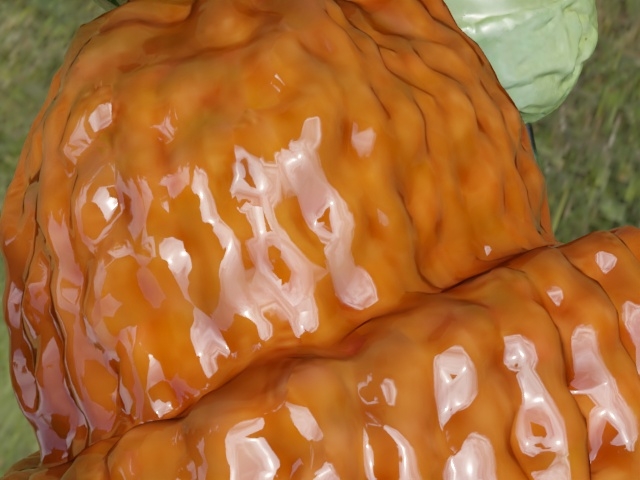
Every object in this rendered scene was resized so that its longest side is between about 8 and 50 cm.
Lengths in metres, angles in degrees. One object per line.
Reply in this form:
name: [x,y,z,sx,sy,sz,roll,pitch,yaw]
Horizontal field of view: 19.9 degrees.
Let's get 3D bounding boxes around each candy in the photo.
candy: [0.099,0.013,0.809,0.092,0.093,0.335,-5,115,26]

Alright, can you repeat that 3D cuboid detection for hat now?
hat: [0.000,0.000,0.611,0.285,0.285,0.400,-10,96,31]
